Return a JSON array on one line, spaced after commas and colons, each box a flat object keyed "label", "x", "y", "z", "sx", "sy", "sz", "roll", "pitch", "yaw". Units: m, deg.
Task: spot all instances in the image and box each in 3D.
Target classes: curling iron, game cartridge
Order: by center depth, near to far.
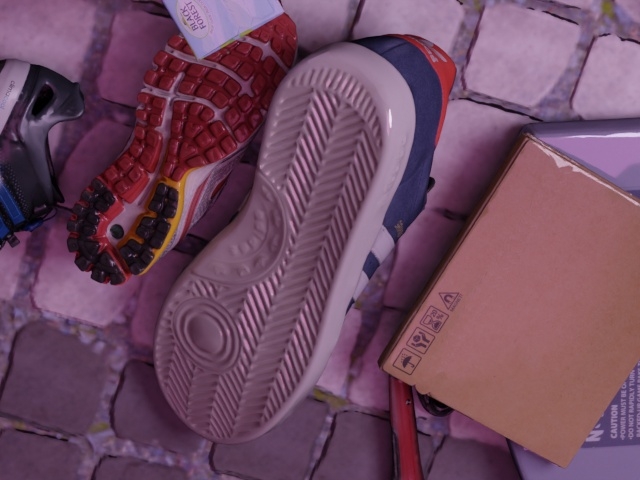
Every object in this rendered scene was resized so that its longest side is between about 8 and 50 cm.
[{"label": "game cartridge", "x": 0.222, "y": 0.052, "z": 1.458, "sx": 0.196, "sy": 0.060, "sz": 0.294, "roll": -4, "pitch": 107, "yaw": -7}, {"label": "curling iron", "x": 0.083, "y": 0.199, "z": 1.500, "sx": 0.068, "sy": 0.035, "sz": 0.274, "roll": -1, "pitch": 107, "yaw": -4}]

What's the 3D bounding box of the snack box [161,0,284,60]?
[{"label": "snack box", "x": -0.097, "y": -0.224, "z": 1.265, "sx": 0.070, "sy": 0.207, "sz": 0.174, "roll": -30, "pitch": 107, "yaw": 4}]

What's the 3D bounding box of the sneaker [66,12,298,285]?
[{"label": "sneaker", "x": -0.094, "y": -0.073, "z": 1.377, "sx": 0.088, "sy": 0.093, "sz": 0.225, "roll": 40, "pitch": 104, "yaw": 6}]

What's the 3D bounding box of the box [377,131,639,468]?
[{"label": "box", "x": 0.162, "y": 0.047, "z": 1.414, "sx": 0.164, "sy": 0.021, "sz": 0.201, "roll": 29, "pitch": 103, "yaw": -12}]

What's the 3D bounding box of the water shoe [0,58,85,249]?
[{"label": "water shoe", "x": -0.223, "y": -0.025, "z": 1.387, "sx": 0.080, "sy": 0.073, "sz": 0.203, "roll": 17, "pitch": 106, "yaw": -12}]

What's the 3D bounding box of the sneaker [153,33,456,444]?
[{"label": "sneaker", "x": 0.000, "y": 0.000, "z": 1.395, "sx": 0.131, "sy": 0.148, "sz": 0.350, "roll": 40, "pitch": 126, "yaw": 13}]
